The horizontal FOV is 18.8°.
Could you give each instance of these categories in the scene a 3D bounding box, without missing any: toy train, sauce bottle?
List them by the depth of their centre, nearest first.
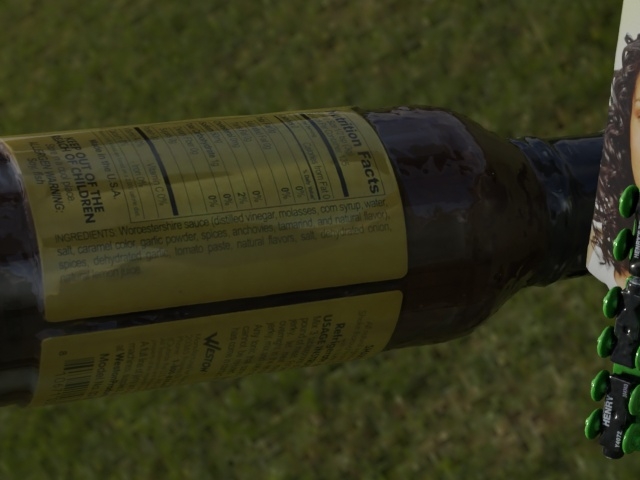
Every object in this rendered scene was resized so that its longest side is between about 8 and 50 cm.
[{"bbox_3d":[0.089,0.021,0.534,0.017,0.083,0.024,19,24,33],"label":"toy train"},{"bbox_3d":[0.000,0.000,0.812,0.344,0.111,0.111,-5,16,-24],"label":"sauce bottle"}]

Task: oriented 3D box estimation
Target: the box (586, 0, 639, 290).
[{"bbox_3d":[0.130,-0.066,0.538,0.058,0.232,0.087,-17,40,-23],"label":"box"}]
